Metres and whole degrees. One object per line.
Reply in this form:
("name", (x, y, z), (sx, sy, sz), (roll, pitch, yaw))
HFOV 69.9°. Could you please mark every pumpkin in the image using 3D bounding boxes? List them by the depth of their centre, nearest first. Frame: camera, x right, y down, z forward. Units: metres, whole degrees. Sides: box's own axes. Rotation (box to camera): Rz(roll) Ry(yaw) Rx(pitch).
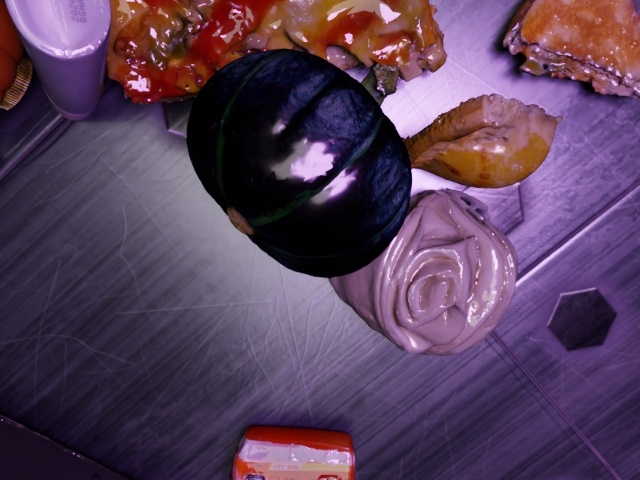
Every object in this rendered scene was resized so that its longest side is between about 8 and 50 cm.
("pumpkin", (0.000, -0.095, 0.482), (0.248, 0.248, 0.247), (0, 99, 1))

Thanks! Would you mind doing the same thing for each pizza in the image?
("pizza", (0.186, -0.100, 0.512), (0.188, 0.204, 0.080), (-6, 88, -4))
("pizza", (-0.027, -0.319, 0.513), (0.407, 0.130, 0.439), (22, 98, 0))
("pizza", (0.332, -0.242, 0.557), (0.185, 0.052, 0.195), (-44, 91, -1))

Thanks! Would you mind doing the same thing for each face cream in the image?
("face cream", (-0.259, -0.196, 0.468), (0.073, 0.269, 0.107), (-4, 96, -27))

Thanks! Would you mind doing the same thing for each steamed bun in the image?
("steamed bun", (0.136, 0.042, 0.556), (0.218, 0.144, 0.211), (43, 96, -6))

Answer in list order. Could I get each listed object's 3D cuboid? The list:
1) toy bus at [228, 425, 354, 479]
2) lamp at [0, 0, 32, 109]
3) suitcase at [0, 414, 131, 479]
("toy bus", (-0.036, 0.304, 0.636), (0.175, 0.079, 0.077), (5, 90, 1))
("lamp", (-0.432, -0.220, 0.497), (0.223, 0.197, 0.223), (-9, 72, 29))
("suitcase", (-0.404, 0.423, 0.600), (0.434, 0.194, 0.283), (29, 98, -2))
